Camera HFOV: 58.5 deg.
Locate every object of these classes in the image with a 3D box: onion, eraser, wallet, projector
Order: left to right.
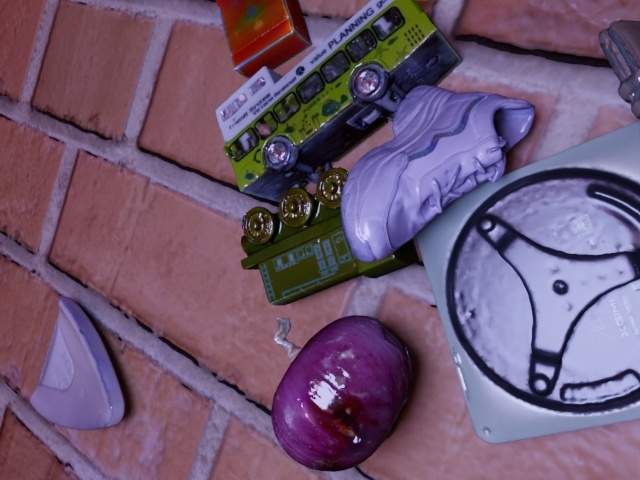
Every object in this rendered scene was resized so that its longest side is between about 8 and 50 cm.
[{"bbox_3d":[-0.396,0.234,0.961,0.244,0.059,0.204,26,99,35],"label":"eraser"},{"bbox_3d":[0.022,0.166,0.631,0.154,0.177,0.177,10,91,31],"label":"onion"},{"bbox_3d":[0.240,0.047,0.558,0.259,0.079,0.256,-23,73,28],"label":"projector"},{"bbox_3d":[0.317,-0.131,0.510,0.039,0.118,0.152,-42,64,57],"label":"wallet"}]

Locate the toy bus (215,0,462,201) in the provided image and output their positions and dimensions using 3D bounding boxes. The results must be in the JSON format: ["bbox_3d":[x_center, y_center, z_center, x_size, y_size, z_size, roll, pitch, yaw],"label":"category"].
[{"bbox_3d":[0.012,-0.179,0.712,0.302,0.113,0.139,-34,68,23],"label":"toy bus"}]

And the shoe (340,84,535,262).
[{"bbox_3d":[0.120,-0.071,0.581,0.138,0.095,0.245,6,50,40],"label":"shoe"}]

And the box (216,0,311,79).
[{"bbox_3d":[-0.088,-0.334,0.822,0.112,0.048,0.175,-22,73,27],"label":"box"}]

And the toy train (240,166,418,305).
[{"bbox_3d":[0.000,0.000,0.713,0.226,0.090,0.137,-24,76,29],"label":"toy train"}]
